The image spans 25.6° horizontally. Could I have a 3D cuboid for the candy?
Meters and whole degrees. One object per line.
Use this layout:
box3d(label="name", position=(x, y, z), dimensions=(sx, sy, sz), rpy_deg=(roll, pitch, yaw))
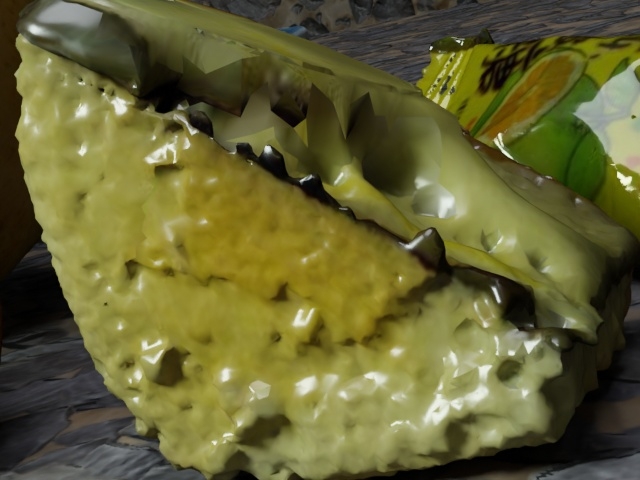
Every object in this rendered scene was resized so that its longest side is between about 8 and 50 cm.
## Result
box3d(label="candy", position=(0.144, -0.056, 0.776), dimensions=(0.297, 0.081, 0.187), rpy_deg=(2, 47, 44))

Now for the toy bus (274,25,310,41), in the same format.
box3d(label="toy bus", position=(-0.070, -0.078, 1.066), dimensions=(0.106, 0.131, 0.297), rpy_deg=(-9, 14, 16))

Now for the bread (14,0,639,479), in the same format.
box3d(label="bread", position=(0.000, 0.000, 0.601), dimensions=(0.262, 0.162, 0.204), rpy_deg=(35, 26, 11))

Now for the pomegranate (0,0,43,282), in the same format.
box3d(label="pomegranate", position=(-0.348, -0.100, 0.916), dimensions=(0.417, 0.416, 0.416), rpy_deg=(-12, 13, 3))

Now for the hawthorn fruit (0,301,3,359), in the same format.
box3d(label="hawthorn fruit", position=(-0.236, 0.037, 0.660), dimensions=(0.173, 0.173, 0.173), rpy_deg=(-12, 13, 3))
